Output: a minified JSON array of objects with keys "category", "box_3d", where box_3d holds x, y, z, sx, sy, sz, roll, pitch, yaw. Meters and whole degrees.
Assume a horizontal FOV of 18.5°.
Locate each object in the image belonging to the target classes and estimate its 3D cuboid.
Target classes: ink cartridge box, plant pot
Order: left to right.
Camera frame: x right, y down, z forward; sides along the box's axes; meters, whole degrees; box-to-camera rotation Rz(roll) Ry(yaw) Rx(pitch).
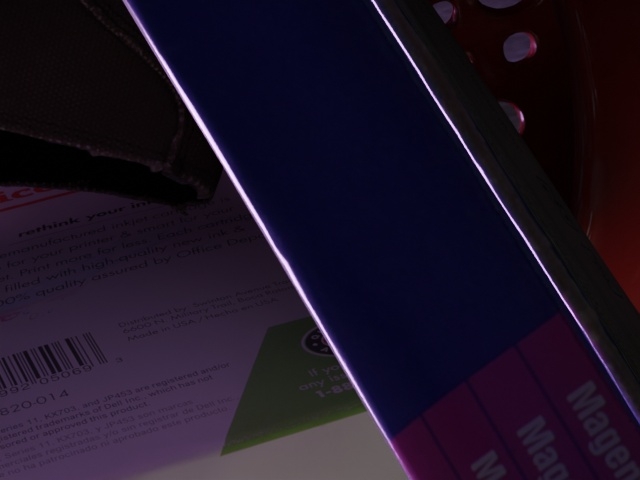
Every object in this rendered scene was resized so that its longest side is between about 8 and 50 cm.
[{"category":"ink cartridge box","box_3d":[-0.082,0.054,0.835,0.207,0.119,0.353,-15,-154,-15]},{"category":"ink cartridge box","box_3d":[0.010,-0.034,0.541,0.071,0.324,0.330,-34,161,9]},{"category":"plant pot","box_3d":[0.125,-0.053,0.787,0.174,0.191,0.191,-5,167,-24]}]

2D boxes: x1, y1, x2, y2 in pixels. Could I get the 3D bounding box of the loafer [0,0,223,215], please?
[{"category":"loafer","box_3d":[-0.201,-0.050,0.772,0.366,0.130,0.134,-7,166,5]}]
